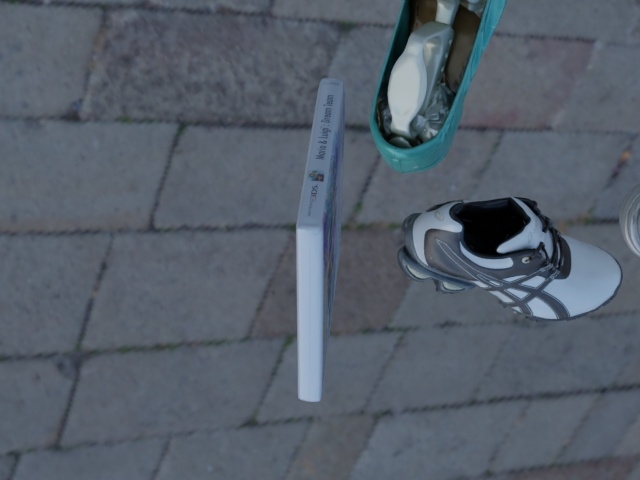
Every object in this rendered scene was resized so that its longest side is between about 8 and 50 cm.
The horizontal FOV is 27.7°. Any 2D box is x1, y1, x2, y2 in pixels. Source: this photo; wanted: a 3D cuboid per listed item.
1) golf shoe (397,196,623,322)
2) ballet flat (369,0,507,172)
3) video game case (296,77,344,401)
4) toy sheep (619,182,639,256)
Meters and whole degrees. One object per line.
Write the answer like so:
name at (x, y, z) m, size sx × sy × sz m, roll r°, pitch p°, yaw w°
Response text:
golf shoe at (0.163, 0.013, 1.015) m, size 0.198 × 0.077 × 0.094 m, roll 8°, pitch 156°, yaw -20°
ballet flat at (0.097, -0.172, 1.023) m, size 0.087 × 0.083 × 0.247 m, roll -15°, pitch 120°, yaw -76°
video game case at (0.000, 0.000, 0.837) m, size 0.019 × 0.143 × 0.157 m, roll 5°, pitch 134°, yaw 4°
toy sheep at (0.328, -0.017, 1.230) m, size 0.091 × 0.132 × 0.091 m, roll -1°, pitch 99°, yaw -6°
